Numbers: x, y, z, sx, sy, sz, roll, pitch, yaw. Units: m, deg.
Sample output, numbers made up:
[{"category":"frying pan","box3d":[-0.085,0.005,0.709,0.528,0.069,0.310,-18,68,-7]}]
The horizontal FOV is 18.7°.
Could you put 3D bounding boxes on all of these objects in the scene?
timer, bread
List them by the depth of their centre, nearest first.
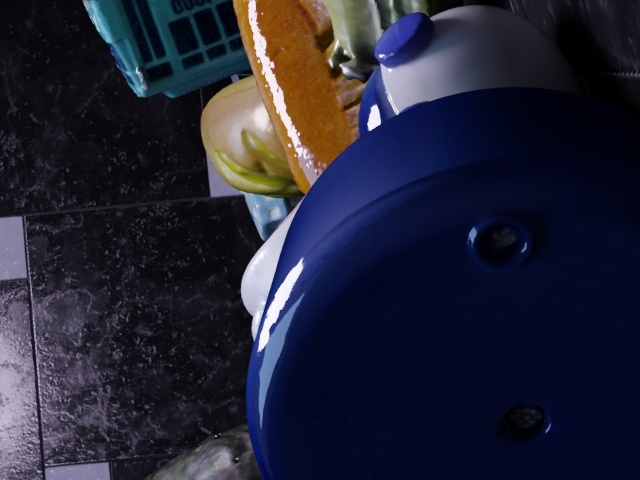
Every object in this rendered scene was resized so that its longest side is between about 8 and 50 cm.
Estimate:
[{"category":"timer","box3d":[0.096,-0.007,1.089,0.383,0.270,0.270,-92,-12,-59]},{"category":"bread","box3d":[0.029,-0.124,1.531,0.204,0.156,0.288,80,167,-69]},{"category":"bread","box3d":[-0.044,-0.113,2.137,0.261,0.156,0.158,-22,-89,-61]}]

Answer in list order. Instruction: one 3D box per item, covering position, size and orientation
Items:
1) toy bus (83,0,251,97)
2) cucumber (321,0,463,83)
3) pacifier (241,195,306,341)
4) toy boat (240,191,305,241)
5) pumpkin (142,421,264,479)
[{"category":"toy bus","box3d":[-0.079,-0.224,1.699,0.128,0.256,0.147,-128,17,-72]},{"category":"cucumber","box3d":[0.031,-0.280,1.304,0.145,0.105,0.325,-73,-26,-52]},{"category":"pacifier","box3d":[0.059,0.053,1.685,0.226,0.287,0.238,24,140,26]},{"category":"toy boat","box3d":[0.000,0.000,2.256,0.145,0.133,0.332,85,164,-62]},{"category":"pumpkin","box3d":[-0.017,0.350,1.650,0.344,0.454,0.454,44,158,40]}]
